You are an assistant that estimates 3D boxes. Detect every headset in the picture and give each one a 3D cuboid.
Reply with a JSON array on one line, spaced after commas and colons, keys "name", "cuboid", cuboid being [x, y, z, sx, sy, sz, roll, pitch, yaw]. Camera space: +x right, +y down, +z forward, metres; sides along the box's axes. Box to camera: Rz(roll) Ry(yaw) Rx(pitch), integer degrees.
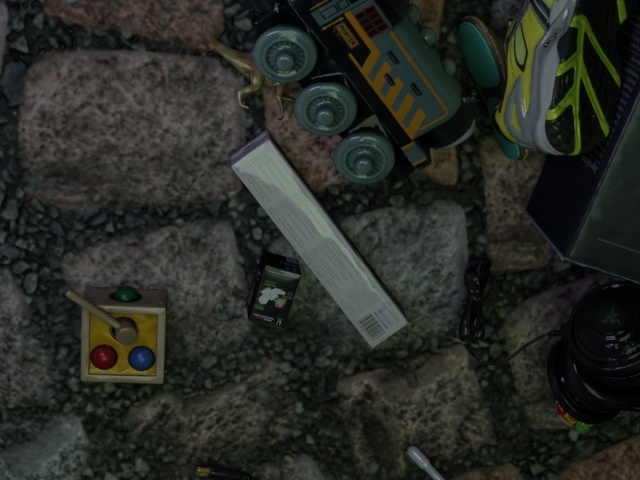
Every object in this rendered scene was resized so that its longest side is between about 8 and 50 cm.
[{"name": "headset", "cuboid": [0.383, 0.127, 1.771, 0.394, 0.185, 0.243, 7, 150, 0]}]

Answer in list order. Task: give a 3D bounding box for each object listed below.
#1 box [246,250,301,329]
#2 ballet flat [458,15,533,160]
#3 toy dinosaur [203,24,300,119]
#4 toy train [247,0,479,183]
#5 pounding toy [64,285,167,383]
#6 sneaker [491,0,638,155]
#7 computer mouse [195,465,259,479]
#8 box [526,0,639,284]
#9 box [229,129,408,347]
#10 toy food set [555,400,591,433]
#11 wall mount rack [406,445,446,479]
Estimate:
[{"name": "box", "cuboid": [-0.063, 0.067, 1.774, 0.052, 0.062, 0.083, 15, 106, -12]}, {"name": "ballet flat", "cuboid": [0.240, -0.206, 1.716, 0.067, 0.073, 0.206, -31, 114, -22]}, {"name": "toy dinosaur", "cuboid": [-0.080, -0.211, 1.694, 0.183, 0.053, 0.093, 17, 92, -18]}, {"name": "toy train", "cuboid": [0.053, -0.213, 1.601, 0.190, 0.142, 0.334, -27, 123, 21]}, {"name": "pounding toy", "cuboid": [-0.270, 0.117, 1.753, 0.130, 0.100, 0.141, 2, 109, -6]}, {"name": "sneaker", "cuboid": [0.297, -0.293, 1.621, 0.145, 0.147, 0.385, 25, 77, -36]}, {"name": "computer mouse", "cuboid": [-0.202, 0.405, 1.878, 0.262, 0.060, 0.184, 9, 108, -8]}, {"name": "box", "cuboid": [0.487, -0.137, 1.675, 0.293, 0.212, 0.395, 19, 105, -11]}, {"name": "box", "cuboid": [0.000, 0.000, 1.757, 0.067, 0.063, 0.324, -37, 108, 6]}, {"name": "toy food set", "cuboid": [0.379, 0.233, 1.891, 0.082, 0.020, 0.083, 43, 100, -17]}, {"name": "wall mount rack", "cuboid": [0.183, 0.477, 1.908, 0.304, 0.130, 0.350, 37, 102, -19]}]
